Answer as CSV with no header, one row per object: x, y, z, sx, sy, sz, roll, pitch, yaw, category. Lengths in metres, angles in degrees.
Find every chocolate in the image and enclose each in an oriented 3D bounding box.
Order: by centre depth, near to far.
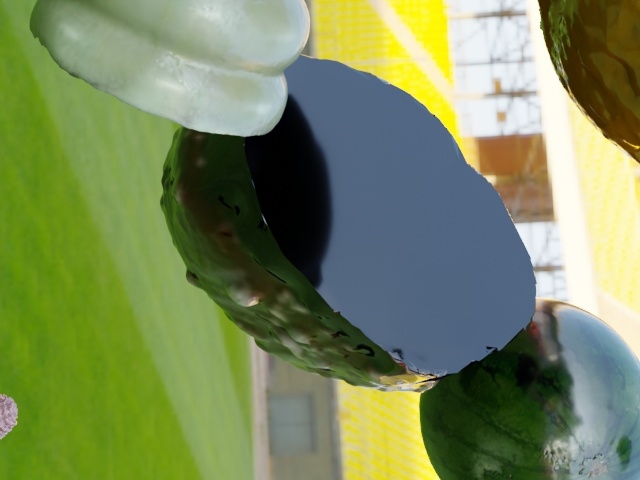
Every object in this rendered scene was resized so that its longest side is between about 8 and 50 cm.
0.000,0.000,1.078,0.210,0.340,0.225,-16,-138,50,chocolate

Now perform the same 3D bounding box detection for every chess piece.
-0.052,-0.251,0.794,0.182,0.182,0.330,-95,-153,-68,chess piece

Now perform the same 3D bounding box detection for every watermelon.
0.215,0.176,1.242,0.242,0.242,0.243,177,-90,-89,watermelon

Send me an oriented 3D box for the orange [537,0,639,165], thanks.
0.278,-0.184,0.765,0.340,0.293,0.341,-1,90,-85,orange

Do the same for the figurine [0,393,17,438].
-0.252,0.117,0.833,0.129,0.072,0.054,9,-75,60,figurine
